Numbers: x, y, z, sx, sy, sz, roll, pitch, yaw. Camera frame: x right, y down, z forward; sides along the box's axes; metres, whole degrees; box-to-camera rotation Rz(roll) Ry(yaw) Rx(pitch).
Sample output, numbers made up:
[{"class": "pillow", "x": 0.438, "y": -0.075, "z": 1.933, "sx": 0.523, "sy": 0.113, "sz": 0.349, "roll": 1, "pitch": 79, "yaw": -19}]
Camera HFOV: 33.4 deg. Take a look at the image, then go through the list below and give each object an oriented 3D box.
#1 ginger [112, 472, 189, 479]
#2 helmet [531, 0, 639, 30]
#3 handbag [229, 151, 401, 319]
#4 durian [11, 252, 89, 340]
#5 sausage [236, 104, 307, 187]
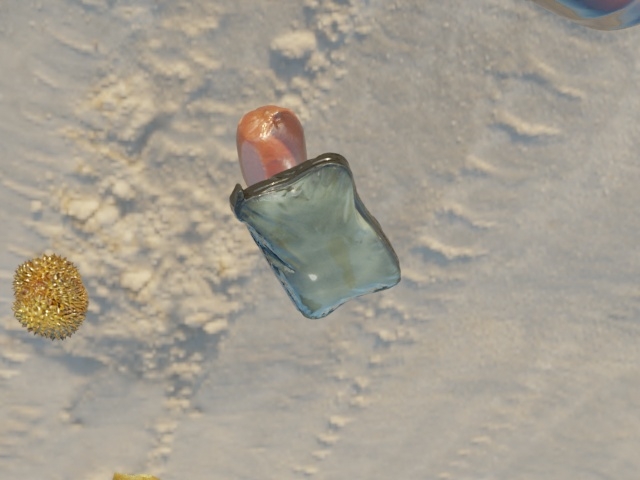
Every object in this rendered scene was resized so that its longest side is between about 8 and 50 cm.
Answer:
[{"class": "ginger", "x": -0.210, "y": 0.338, "z": 1.397, "sx": 0.137, "sy": 0.057, "sz": 0.044, "roll": 23, "pitch": 128, "yaw": -9}, {"class": "helmet", "x": 0.404, "y": -0.426, "z": 1.475, "sx": 0.197, "sy": 0.338, "sz": 0.271, "roll": 27, "pitch": 120, "yaw": -15}, {"class": "handbag", "x": -0.001, "y": -0.002, "z": 1.679, "sx": 0.191, "sy": 0.075, "sz": 0.332, "roll": -23, "pitch": 135, "yaw": 8}, {"class": "durian", "x": -0.486, "y": 0.102, "z": 1.923, "sx": 0.137, "sy": 0.158, "sz": 0.168, "roll": -5, "pitch": 161, "yaw": 21}, {"class": "sausage", "x": -0.098, "y": -0.170, "z": 2.153, "sx": 0.148, "sy": 0.148, "sz": 0.254, "roll": -5, "pitch": 145, "yaw": 0}]
